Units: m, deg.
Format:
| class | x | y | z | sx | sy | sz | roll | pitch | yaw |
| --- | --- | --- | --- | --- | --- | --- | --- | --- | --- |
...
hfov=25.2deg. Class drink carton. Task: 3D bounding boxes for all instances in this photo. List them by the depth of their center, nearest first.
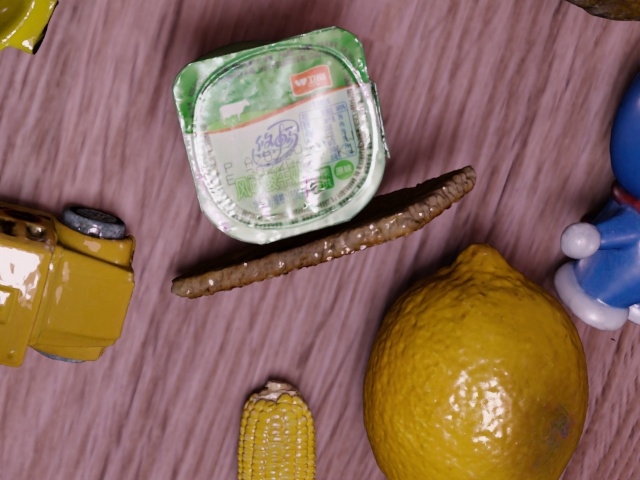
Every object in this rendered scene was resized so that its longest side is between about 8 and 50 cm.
| class | x | y | z | sx | sy | sz | roll | pitch | yaw |
| --- | --- | --- | --- | --- | --- | --- | --- | --- | --- |
| drink carton | -0.041 | -0.088 | 1.093 | 0.146 | 0.142 | 0.144 | -16 | 107 | -11 |

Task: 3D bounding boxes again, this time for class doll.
| class | x | y | z | sx | sy | sz | roll | pitch | yaw |
| --- | --- | --- | --- | --- | --- | --- | --- | --- | --- |
| doll | 0.301 | -0.037 | 1.194 | 0.215 | 0.161 | 0.256 | -3 | 121 | -43 |

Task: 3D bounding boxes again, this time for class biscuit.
| class | x | y | z | sx | sy | sz | roll | pitch | yaw |
| --- | --- | --- | --- | --- | --- | --- | --- | --- | --- |
| biscuit | 0.002 | -0.002 | 1.131 | 0.237 | 0.131 | 0.026 | -18 | 97 | 34 |

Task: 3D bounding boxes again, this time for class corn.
| class | x | y | z | sx | sy | sz | roll | pitch | yaw |
| --- | --- | --- | --- | --- | --- | --- | --- | --- | --- |
| corn | -0.036 | 0.221 | 1.213 | 0.067 | 0.067 | 0.206 | -2 | 95 | -15 |

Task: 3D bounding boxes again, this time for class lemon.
| class | x | y | z | sx | sy | sz | roll | pitch | yaw |
| --- | --- | --- | --- | --- | --- | --- | --- | --- | --- |
| lemon | 0.128 | 0.128 | 1.181 | 0.188 | 0.188 | 0.256 | -1 | 104 | -15 |

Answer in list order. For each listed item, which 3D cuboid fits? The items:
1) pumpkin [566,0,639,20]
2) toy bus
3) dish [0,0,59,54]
| class | x | y | z | sx | sy | sz | roll | pitch | yaw |
| --- | --- | --- | --- | --- | --- | --- | --- | --- | --- |
| pumpkin | 0.275 | -0.276 | 1.117 | 0.219 | 0.162 | 0.219 | -3 | 105 | -10 |
| toy bus | -0.304 | 0.015 | 1.060 | 0.336 | 0.123 | 0.121 | 14 | 101 | -18 |
| dish | -0.313 | -0.227 | 0.996 | 0.221 | 0.108 | 0.262 | -28 | 110 | -6 |
